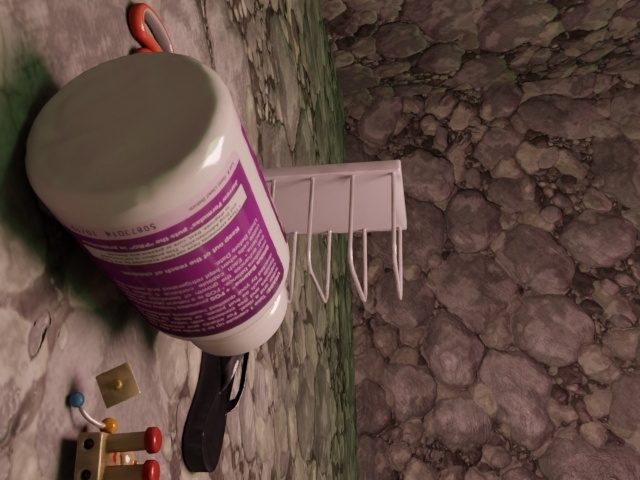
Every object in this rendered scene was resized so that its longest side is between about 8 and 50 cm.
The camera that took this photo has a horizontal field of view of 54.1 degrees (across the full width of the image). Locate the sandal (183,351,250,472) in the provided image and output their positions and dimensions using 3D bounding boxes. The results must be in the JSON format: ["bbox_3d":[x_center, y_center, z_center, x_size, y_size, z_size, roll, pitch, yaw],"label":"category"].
[{"bbox_3d":[-0.125,0.188,0.843,0.097,0.054,0.254,77,12,-46],"label":"sandal"}]

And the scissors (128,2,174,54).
[{"bbox_3d":[-0.175,-0.182,0.815,0.297,0.021,0.109,56,29,-70],"label":"scissors"}]

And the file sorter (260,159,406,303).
[{"bbox_3d":[0.000,0.000,1.033,0.193,0.278,0.173,70,20,-60],"label":"file sorter"}]

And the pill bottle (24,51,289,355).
[{"bbox_3d":[-0.123,-0.008,0.589,0.301,0.169,0.169,73,15,-54],"label":"pill bottle"}]

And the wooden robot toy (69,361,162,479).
[{"bbox_3d":[-0.169,0.195,0.528,0.079,0.076,0.173,93,-4,-69],"label":"wooden robot toy"}]
